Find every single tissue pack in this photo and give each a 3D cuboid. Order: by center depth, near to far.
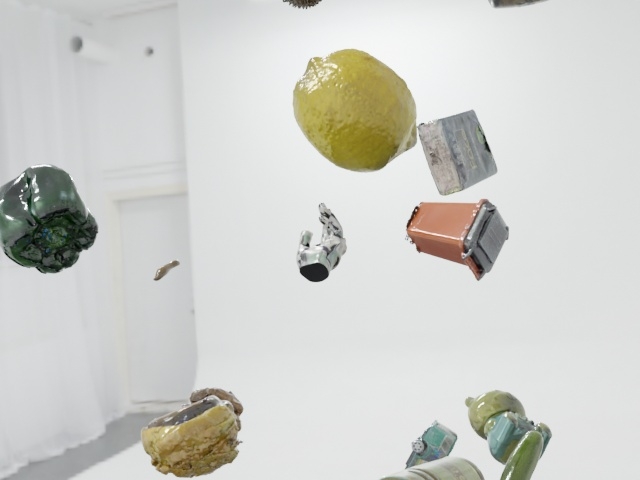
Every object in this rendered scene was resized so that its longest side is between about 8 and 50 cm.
[{"bbox_3d":[0.319,-0.207,1.844,0.073,0.173,0.235,-18,3,34],"label":"tissue pack"}]

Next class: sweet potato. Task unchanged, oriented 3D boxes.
[{"bbox_3d":[-0.369,0.067,1.926,0.026,0.026,0.115,-4,19,27],"label":"sweet potato"}]

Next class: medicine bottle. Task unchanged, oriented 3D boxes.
[{"bbox_3d":[0.232,0.551,1.697,0.151,0.151,0.322,-4,-7,32],"label":"medicine bottle"}]

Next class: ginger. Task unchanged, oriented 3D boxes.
[{"bbox_3d":[-0.268,0.421,2.031,0.162,0.103,0.073,18,-25,-5],"label":"ginger"}]

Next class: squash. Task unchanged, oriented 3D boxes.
[{"bbox_3d":[0.492,0.583,1.990,0.071,0.318,0.080,18,-35,21],"label":"squash"}]

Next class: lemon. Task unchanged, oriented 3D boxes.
[{"bbox_3d":[0.052,-0.196,1.216,0.181,0.180,0.193,-4,-34,35],"label":"lemon"}]

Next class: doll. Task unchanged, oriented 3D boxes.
[{"bbox_3d":[0.531,0.534,2.306,0.177,0.161,0.260,17,14,-16],"label":"doll"}]

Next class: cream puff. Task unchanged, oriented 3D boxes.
[{"bbox_3d":[-0.222,0.356,1.428,0.189,0.129,0.189,-23,-3,-1],"label":"cream puff"}]

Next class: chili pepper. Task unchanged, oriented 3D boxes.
[{"bbox_3d":[-0.739,-0.062,2.132,0.249,0.256,0.233,-31,-33,-4],"label":"chili pepper"}]

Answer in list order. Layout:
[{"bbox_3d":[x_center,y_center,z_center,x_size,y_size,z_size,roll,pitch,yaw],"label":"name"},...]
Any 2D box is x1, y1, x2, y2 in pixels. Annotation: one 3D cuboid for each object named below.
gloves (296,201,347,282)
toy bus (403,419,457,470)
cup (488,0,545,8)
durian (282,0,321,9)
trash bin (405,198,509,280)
[{"bbox_3d":[0.008,0.003,1.958,0.111,0.212,0.127,32,-45,-6],"label":"gloves"},{"bbox_3d":[0.273,0.616,2.161,0.109,0.261,0.091,28,5,12],"label":"toy bus"},{"bbox_3d":[0.529,-0.667,1.954,0.257,0.227,0.301,-25,29,11],"label":"cup"},{"bbox_3d":[-0.054,-0.492,1.544,0.071,0.140,0.110,-51,-19,19],"label":"durian"},{"bbox_3d":[0.357,-0.009,2.134,0.239,0.184,0.161,9,-29,42],"label":"trash bin"}]
